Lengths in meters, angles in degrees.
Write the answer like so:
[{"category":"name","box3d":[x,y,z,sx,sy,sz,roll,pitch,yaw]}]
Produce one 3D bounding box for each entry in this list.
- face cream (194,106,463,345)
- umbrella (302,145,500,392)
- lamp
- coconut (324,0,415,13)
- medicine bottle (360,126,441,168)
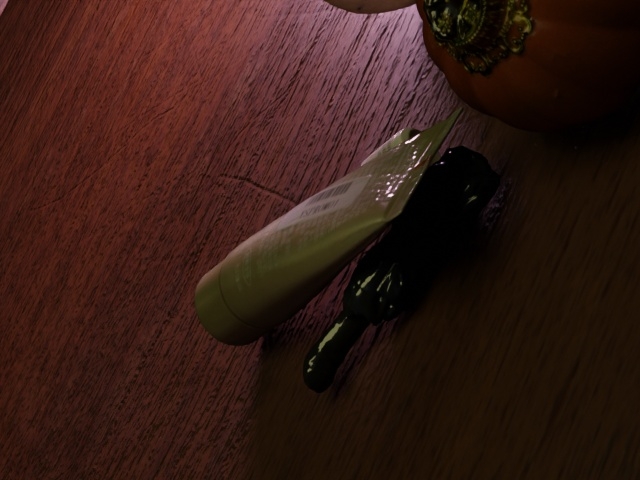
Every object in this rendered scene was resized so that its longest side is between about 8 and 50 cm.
[{"category":"face cream","box3d":[0.000,0.000,1.286,0.341,0.084,0.137,-37,15,49]},{"category":"umbrella","box3d":[0.057,0.023,1.237,0.248,0.071,0.071,-50,29,14]},{"category":"lamp","box3d":[0.173,-0.194,1.129,0.223,0.197,0.223,19,115,48]},{"category":"coconut","box3d":[0.053,-0.371,1.448,0.245,0.245,0.247,-34,43,38]},{"category":"medicine bottle","box3d":[0.064,-0.060,1.321,0.089,0.052,0.052,-39,34,32]}]
